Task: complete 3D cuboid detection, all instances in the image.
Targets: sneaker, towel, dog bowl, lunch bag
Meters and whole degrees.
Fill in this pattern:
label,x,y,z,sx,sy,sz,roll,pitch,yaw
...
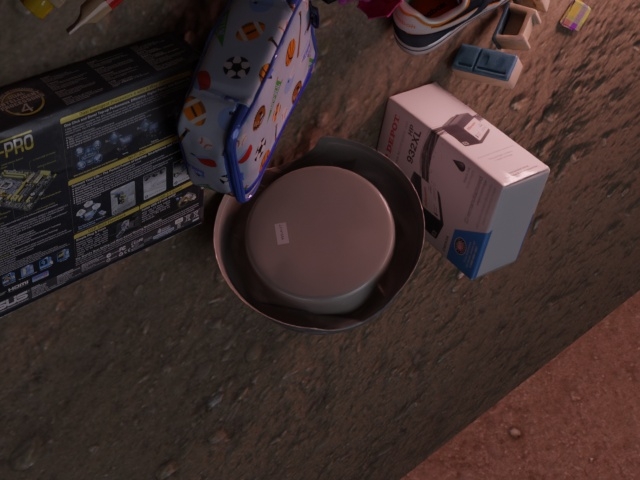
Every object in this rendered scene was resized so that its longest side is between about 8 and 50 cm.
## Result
label,x,y,z,sx,sy,sz,roll,pitch,yaw
sneaker,0.255,-0.447,1.808,0.321,0.126,0.127,-43,162,-6
towel,0.530,-0.467,2.236,0.083,0.009,0.060,4,121,-52
dog bowl,0.000,0.000,1.812,0.349,0.349,0.102,-40,159,-13
lunch bag,-0.095,-0.219,1.552,0.243,0.115,0.303,83,30,-64

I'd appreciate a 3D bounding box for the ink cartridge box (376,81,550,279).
label,x,y,z,sx,sy,sz,roll,pitch,yaw
ink cartridge box,0.245,-0.114,1.995,0.129,0.307,0.223,-21,139,-33

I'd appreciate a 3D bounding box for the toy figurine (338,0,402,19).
label,x,y,z,sx,sy,sz,roll,pitch,yaw
toy figurine,0.070,-0.398,1.615,0.173,0.130,0.159,-14,149,-11

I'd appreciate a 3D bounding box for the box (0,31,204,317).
label,x,y,z,sx,sy,sz,roll,pitch,yaw
box,-0.344,-0.087,1.518,0.395,0.097,0.318,-28,144,-31

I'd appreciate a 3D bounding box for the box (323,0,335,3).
label,x,y,z,sx,sy,sz,roll,pitch,yaw
box,0.082,-0.459,1.684,0.207,0.036,0.114,-30,144,-26

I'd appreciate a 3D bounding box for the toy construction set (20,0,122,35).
label,x,y,z,sx,sy,sz,roll,pitch,yaw
toy construction set,-0.315,-0.309,1.149,0.237,0.309,0.257,-43,140,0

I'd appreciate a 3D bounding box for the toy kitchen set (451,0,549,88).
label,x,y,z,sx,sy,sz,roll,pitch,yaw
toy kitchen set,0.316,-0.415,1.972,0.166,0.122,0.207,40,72,-58
